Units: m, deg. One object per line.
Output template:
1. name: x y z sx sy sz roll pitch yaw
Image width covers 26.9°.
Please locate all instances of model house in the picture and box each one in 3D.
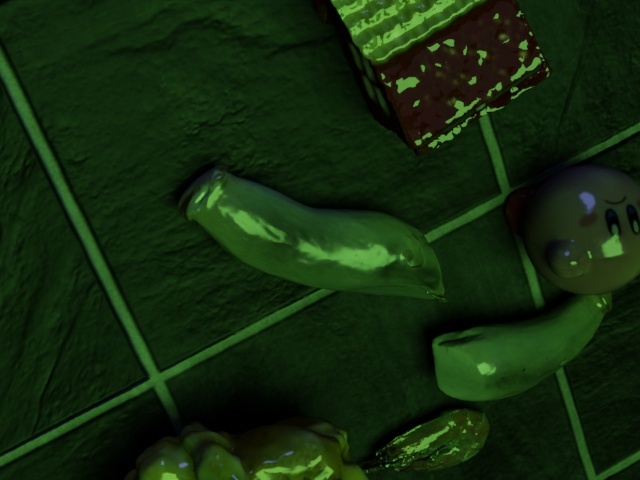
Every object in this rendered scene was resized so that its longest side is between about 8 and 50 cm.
1. model house: 0.111 -0.254 1.459 0.196 0.160 0.254 -32 126 -1

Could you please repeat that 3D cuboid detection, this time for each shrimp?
1. shrimp: 0.143 0.278 1.781 0.190 0.042 0.101 -15 124 -18

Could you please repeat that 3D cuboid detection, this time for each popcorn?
1. popcorn: -0.072 0.368 1.554 0.349 0.382 0.349 -2 95 -21

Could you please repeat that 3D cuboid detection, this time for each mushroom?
1. mushroom: -0.002 0.002 1.571 0.351 0.097 0.109 15 104 -25
2. mushroom: 0.272 0.134 1.749 0.270 0.103 0.118 -21 124 -26

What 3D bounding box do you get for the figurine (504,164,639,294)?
1. figurine: 0.337 -0.012 1.668 0.173 0.173 0.173 -9 114 -20
